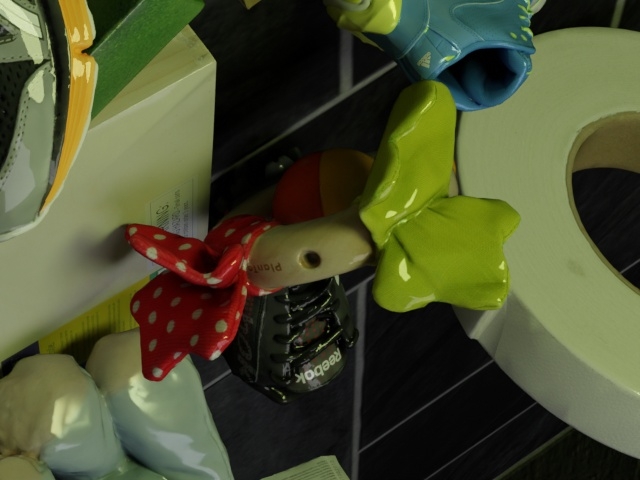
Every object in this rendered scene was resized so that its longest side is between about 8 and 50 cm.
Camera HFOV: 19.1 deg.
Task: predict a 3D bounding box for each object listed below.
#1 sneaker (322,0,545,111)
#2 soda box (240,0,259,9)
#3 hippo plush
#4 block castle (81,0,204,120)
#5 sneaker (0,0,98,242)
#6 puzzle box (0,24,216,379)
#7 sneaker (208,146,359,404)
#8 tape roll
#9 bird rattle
[{"bbox_3d":[0.102,-0.135,1.264,0.240,0.126,0.091,-12,149,-52],"label":"sneaker"},{"bbox_3d":[0.011,-0.207,1.026,0.181,0.061,0.058,-37,162,-2],"label":"soda box"},{"bbox_3d":[-0.164,0.183,1.348,0.294,0.234,0.237,-5,177,-33],"label":"hippo plush"},{"bbox_3d":[-0.144,-0.087,0.796,0.453,0.213,0.303,-42,161,16],"label":"block castle"},{"bbox_3d":[-0.132,-0.099,0.572,0.084,0.214,0.083,-4,-165,39],"label":"sneaker"},{"bbox_3d":[-0.198,0.031,1.235,0.272,0.052,0.409,-31,161,-19],"label":"puzzle box"},{"bbox_3d":[-0.023,0.038,1.442,0.098,0.135,0.276,-27,158,-23],"label":"sneaker"},{"bbox_3d":[0.267,0.000,1.482,0.392,0.392,0.072,-23,157,-36],"label":"tape roll"},{"bbox_3d":[0.000,0.000,1.208,0.254,0.143,0.207,-24,-169,18],"label":"bird rattle"}]
